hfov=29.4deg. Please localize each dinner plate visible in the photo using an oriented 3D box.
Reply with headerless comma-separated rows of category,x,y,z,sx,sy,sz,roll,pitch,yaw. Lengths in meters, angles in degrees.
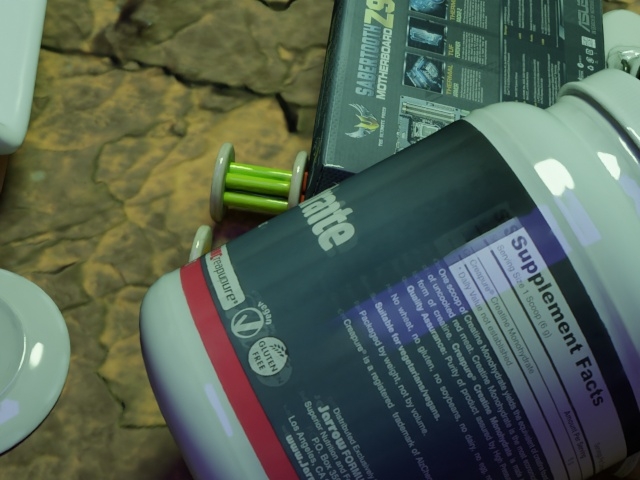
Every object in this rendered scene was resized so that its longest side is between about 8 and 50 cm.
dinner plate,-0.224,0.071,0.740,0.141,0.017,0.141,0,55,0

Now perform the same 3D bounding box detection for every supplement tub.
supplement tub,0.064,0.048,0.621,0.272,0.191,0.191,-28,59,-1

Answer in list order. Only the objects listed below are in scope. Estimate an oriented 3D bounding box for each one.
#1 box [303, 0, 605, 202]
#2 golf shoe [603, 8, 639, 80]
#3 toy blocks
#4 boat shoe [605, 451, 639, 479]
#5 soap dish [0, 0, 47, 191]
box,0.093,-0.093,0.799,0.183,0.059,0.233,13,50,-8
golf shoe,0.219,-0.106,0.825,0.069,0.086,0.176,0,54,1
toy blocks,0.000,0.000,0.768,0.148,0.054,0.123,9,54,4
boat shoe,0.222,0.066,0.724,0.072,0.068,0.190,29,61,-1
soap dish,-0.306,-0.178,0.761,0.118,0.291,0.229,-19,52,25
